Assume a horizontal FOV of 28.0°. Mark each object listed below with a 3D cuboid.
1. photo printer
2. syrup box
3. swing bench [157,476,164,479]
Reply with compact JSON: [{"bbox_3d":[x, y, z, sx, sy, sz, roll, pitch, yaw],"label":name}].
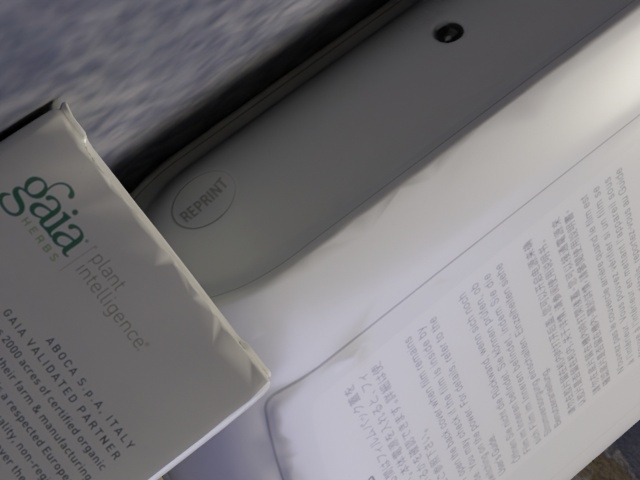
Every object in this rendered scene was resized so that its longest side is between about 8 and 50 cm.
[{"bbox_3d":[0.062,0.017,0.559,0.307,0.107,0.256,-38,135,-13],"label":"photo printer"},{"bbox_3d":[-0.135,0.075,0.331,0.237,0.093,0.096,-37,176,-20],"label":"syrup box"},{"bbox_3d":[-0.109,0.224,0.734,0.255,0.165,0.253,-36,-163,-11],"label":"swing bench"}]
